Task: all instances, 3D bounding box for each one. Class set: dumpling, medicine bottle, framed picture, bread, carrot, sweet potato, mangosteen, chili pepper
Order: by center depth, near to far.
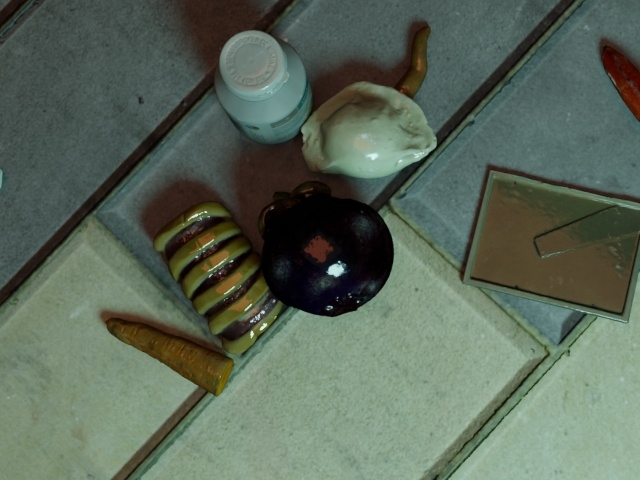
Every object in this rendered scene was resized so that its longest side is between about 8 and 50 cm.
[{"bbox_3d":[0.000,0.000,1.473,0.194,0.194,0.230,-26,59,1],"label":"mangosteen"},{"bbox_3d":[-0.085,-0.228,1.493,0.135,0.215,0.135,-1,81,5],"label":"medicine bottle"},{"bbox_3d":[0.507,-0.189,1.511,0.272,0.071,0.063,47,127,15],"label":"chili pepper"},{"bbox_3d":[0.352,0.007,1.516,0.250,0.016,0.184,13,82,7],"label":"framed picture"},{"bbox_3d":[-0.147,0.051,1.522,0.134,0.081,0.225,-38,79,-3],"label":"bread"},{"bbox_3d":[0.070,-0.167,1.524,0.181,0.111,0.155,-6,76,-18],"label":"dumpling"},{"bbox_3d":[-0.233,0.163,1.528,0.210,0.061,0.061,24,84,12],"label":"carrot"},{"bbox_3d":[0.140,-0.251,1.568,0.044,0.044,0.179,22,85,8],"label":"sweet potato"}]

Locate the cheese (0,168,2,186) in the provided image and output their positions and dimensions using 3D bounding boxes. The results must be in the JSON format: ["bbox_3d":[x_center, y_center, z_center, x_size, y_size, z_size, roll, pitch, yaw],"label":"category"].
[{"bbox_3d":[-0.628,-0.103,1.609,0.255,0.050,0.127,1,79,4],"label":"cheese"}]
